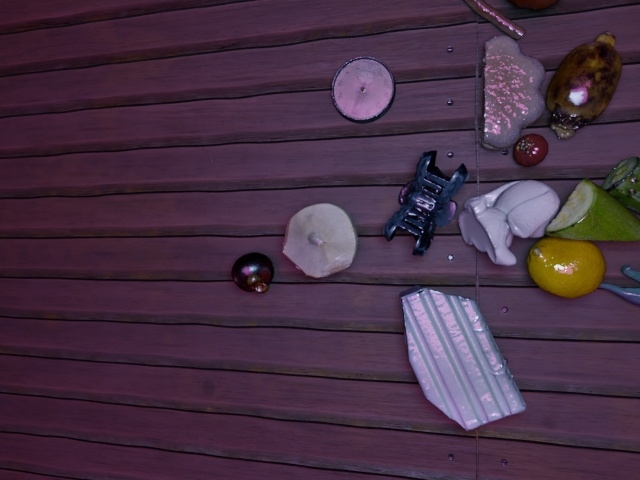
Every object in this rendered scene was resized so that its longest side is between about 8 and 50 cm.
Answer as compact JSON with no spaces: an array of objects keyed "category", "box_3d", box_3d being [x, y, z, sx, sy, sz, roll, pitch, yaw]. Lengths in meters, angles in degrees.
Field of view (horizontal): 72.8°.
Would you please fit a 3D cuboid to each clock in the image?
[{"category":"clock","box_3d":[0.141,-0.498,1.436,0.214,0.042,0.215,1,93,13]}]

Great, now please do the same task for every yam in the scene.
[{"category":"yam","box_3d":[0.494,-0.731,1.343,0.327,0.045,0.045,42,69,7]}]

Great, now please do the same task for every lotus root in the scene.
[{"category":"lotus root","box_3d":[0.755,-0.453,1.244,0.169,0.141,0.314,22,96,7]}]

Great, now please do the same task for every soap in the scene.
[{"category":"soap","box_3d":[0.410,0.344,1.356,0.261,0.156,0.446,-26,87,13]}]

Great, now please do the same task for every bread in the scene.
[{"category":"bread","box_3d":[0.575,-0.445,1.311,0.183,0.102,0.337,2,91,9]}]

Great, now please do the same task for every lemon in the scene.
[{"category":"lemon","box_3d":[0.708,0.072,1.258,0.244,0.187,0.187,15,96,-11]}]

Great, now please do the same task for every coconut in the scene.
[{"category":"coconut","box_3d":[0.000,0.000,1.387,0.244,0.247,0.245,1,94,12]}]

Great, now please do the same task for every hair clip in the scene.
[{"category":"hair clip","box_3d":[0.318,-0.115,1.333,0.194,0.206,0.310,32,104,15]}]

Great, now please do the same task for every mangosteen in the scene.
[{"category":"mangosteen","box_3d":[-0.228,0.117,1.492,0.152,0.152,0.153,1,93,13]}]

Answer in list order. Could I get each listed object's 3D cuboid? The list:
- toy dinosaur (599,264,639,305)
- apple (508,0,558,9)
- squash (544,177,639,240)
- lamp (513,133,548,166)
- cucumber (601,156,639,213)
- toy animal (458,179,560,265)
[{"category":"toy dinosaur","box_3d":[1.039,0.192,1.243,0.383,0.129,0.331,-28,95,14]},{"category":"apple","box_3d":[0.623,-0.777,1.223,0.234,0.234,0.234,1,93,13]},{"category":"squash","box_3d":[0.797,-0.022,1.201,0.288,0.111,0.203,34,91,-19]},{"category":"lamp","box_3d":[0.632,-0.273,1.309,0.101,0.090,0.101,-22,58,40]},{"category":"cucumber","box_3d":[0.942,-0.127,1.232,0.244,0.134,0.134,33,99,4]},{"category":"toy animal","box_3d":[0.567,-0.078,1.271,0.265,0.272,0.206,-25,112,0]}]
